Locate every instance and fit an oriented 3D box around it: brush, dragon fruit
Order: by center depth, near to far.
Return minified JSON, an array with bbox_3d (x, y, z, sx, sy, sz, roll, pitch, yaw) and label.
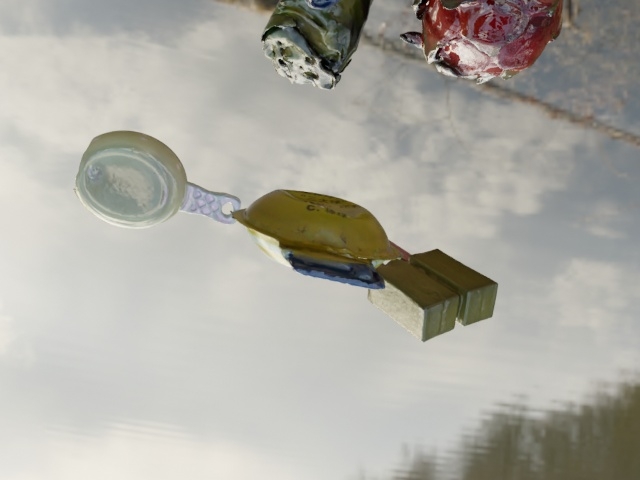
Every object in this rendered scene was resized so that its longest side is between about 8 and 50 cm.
[{"bbox_3d":[0.082,0.031,1.208,0.103,0.047,0.233,-15,-148,-32],"label":"brush"},{"bbox_3d":[0.225,-0.305,1.432,0.193,0.192,0.274,33,145,21],"label":"dragon fruit"}]

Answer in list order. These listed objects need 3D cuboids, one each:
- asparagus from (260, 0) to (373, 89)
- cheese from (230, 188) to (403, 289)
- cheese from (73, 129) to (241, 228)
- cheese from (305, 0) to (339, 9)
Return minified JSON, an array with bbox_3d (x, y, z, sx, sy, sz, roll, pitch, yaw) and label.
[{"bbox_3d":[0.045,-0.377,1.375,0.108,0.381,0.128,8,156,40],"label":"asparagus"},{"bbox_3d":[0.000,0.000,1.042,0.177,0.069,0.270,12,-169,-9],"label":"cheese"},{"bbox_3d":[-0.221,-0.071,1.471,0.227,0.064,0.137,16,113,-4],"label":"cheese"},{"bbox_3d":[0.106,-0.329,1.005,0.129,0.329,0.217,25,141,60],"label":"cheese"}]
